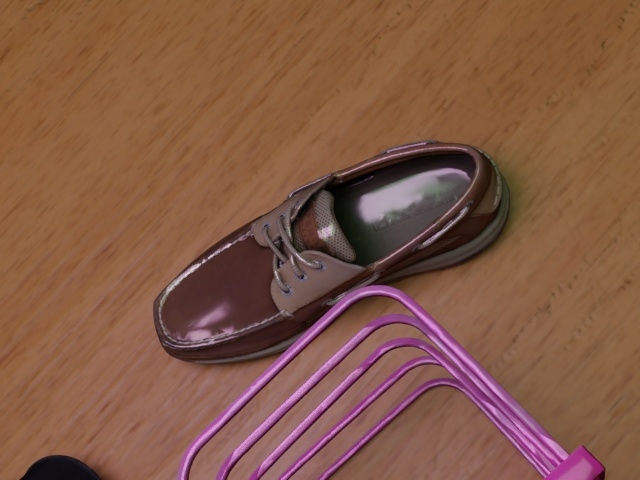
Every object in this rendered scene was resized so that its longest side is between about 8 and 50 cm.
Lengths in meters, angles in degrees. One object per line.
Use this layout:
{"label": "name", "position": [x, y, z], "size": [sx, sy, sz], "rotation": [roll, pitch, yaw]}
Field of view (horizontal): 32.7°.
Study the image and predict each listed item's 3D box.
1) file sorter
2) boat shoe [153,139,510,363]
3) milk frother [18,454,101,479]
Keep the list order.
{"label": "file sorter", "position": [0.058, 0.178, 0.754], "size": [0.202, 0.290, 0.182], "rotation": [-42, 67, -3]}
{"label": "boat shoe", "position": [0.000, 0.000, 0.909], "size": [0.324, 0.116, 0.123], "rotation": [-28, 70, 2]}
{"label": "milk frother", "position": [-0.204, 0.258, 0.863], "size": [0.143, 0.135, 0.129], "rotation": [2, 105, 15]}
